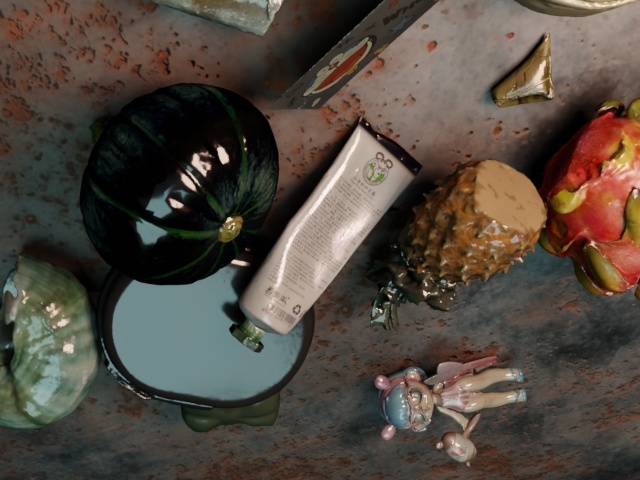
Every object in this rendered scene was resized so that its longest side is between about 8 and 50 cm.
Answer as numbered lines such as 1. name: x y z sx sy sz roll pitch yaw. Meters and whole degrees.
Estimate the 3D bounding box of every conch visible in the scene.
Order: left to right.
1. conch: -0.412 0.159 0.986 0.196 0.220 0.277 -19 156 -23

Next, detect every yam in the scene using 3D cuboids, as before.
1. yam: -0.159 -0.290 0.716 0.259 0.093 0.093 14 125 -16

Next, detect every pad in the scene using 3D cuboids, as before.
1. pad: 0.058 -0.224 0.763 0.245 0.170 0.006 -38 86 21

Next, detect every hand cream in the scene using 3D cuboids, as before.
1. hand cream: 0.000 0.000 0.916 0.121 0.076 0.336 38 88 -34

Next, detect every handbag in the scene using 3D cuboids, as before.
1. handbag: -0.161 0.117 0.985 0.308 0.093 0.253 16 101 -19

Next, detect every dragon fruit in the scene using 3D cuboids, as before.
1. dragon fruit: 0.409 -0.040 0.920 0.227 0.243 0.307 -45 162 -1

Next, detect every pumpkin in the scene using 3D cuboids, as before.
1. pumpkin: -0.180 -0.082 0.816 0.248 0.248 0.248 -4 128 -5

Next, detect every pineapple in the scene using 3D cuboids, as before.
1. pineapple: 0.153 0.013 0.934 0.141 0.170 0.310 -5 153 -35

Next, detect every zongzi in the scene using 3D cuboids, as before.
1. zongzi: 0.251 -0.211 0.866 0.076 0.040 0.083 -8 117 7

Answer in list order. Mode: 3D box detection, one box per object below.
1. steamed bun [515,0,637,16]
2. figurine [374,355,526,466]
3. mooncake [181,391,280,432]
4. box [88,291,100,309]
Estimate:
1. steamed bun: 0.291 -0.362 0.634 0.324 0.219 0.310 -37 124 20
2. figurine: 0.224 0.285 1.193 0.260 0.103 0.205 -9 103 -5
3. mooncake: -0.149 0.252 1.133 0.175 0.104 0.168 -30 132 20
4. box: -0.349 0.113 1.052 0.046 0.012 0.083 -4 128 -3
